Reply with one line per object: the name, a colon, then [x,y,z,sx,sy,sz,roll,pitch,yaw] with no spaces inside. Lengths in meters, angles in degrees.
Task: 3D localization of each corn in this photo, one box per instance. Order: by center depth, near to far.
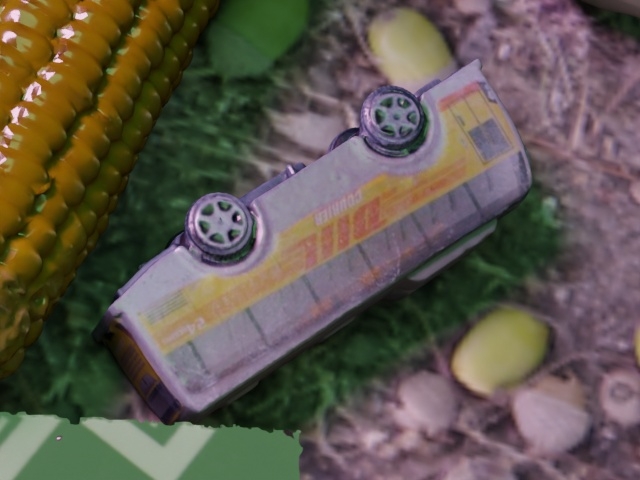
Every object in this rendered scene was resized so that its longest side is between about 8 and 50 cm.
corn: [-0.104,-0.100,0.740,0.131,0.131,0.344,25,66,-1]

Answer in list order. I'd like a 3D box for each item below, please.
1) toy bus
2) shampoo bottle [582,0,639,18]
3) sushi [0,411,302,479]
toy bus: [0.000,0.000,0.758,0.190,0.064,0.075,-32,84,-20]
shampoo bottle: [0.174,-0.137,0.832,0.234,0.087,0.118,27,67,0]
sushi: [-0.128,0.173,0.676,0.231,0.047,0.219,4,73,-5]
